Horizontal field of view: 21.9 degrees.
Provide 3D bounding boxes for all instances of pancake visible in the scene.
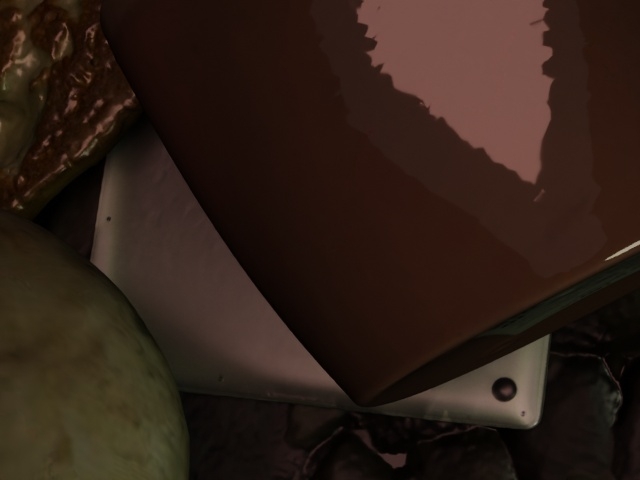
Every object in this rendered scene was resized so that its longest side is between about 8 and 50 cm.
[{"bbox_3d":[-0.146,-0.163,0.972,0.197,0.054,0.376,18,80,23],"label":"pancake"}]

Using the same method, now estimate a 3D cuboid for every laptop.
[{"bbox_3d":[0.000,0.000,0.925,0.269,0.015,0.187,6,79,12],"label":"laptop"}]

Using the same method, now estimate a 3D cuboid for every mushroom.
[{"bbox_3d":[-0.230,0.127,0.815,0.352,0.260,0.352,-5,51,7],"label":"mushroom"}]

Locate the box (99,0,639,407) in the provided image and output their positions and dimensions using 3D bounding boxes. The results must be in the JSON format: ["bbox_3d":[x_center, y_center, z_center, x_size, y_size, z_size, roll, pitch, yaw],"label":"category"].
[{"bbox_3d":[0.072,-0.063,0.770,0.301,0.301,0.216,-27,78,4],"label":"box"}]
